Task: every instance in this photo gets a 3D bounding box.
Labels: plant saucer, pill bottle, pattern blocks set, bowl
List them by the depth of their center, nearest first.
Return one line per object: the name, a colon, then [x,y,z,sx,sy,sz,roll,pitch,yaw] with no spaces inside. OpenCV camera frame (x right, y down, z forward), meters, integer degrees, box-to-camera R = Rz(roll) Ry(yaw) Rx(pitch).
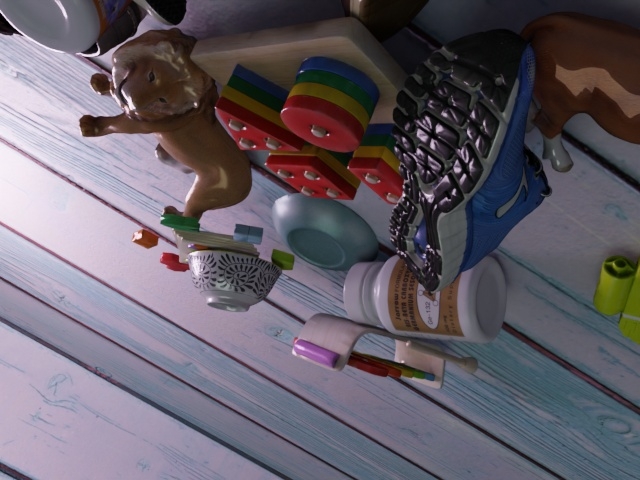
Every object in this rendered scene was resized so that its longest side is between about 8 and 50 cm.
pill bottle: [-0.227,-0.301,0.698,0.121,0.216,0.121,19,148,12]
pill bottle: [0.156,0.085,1.061,0.229,0.131,0.131,0,140,37]
plant saucer: [0.000,0.000,1.142,0.195,0.037,0.195,18,148,12]
bowl: [-0.157,0.079,1.202,0.170,0.080,0.170,8,163,2]
pattern blocks set: [-0.188,0.022,1.218,0.286,0.026,0.325,6,163,5]

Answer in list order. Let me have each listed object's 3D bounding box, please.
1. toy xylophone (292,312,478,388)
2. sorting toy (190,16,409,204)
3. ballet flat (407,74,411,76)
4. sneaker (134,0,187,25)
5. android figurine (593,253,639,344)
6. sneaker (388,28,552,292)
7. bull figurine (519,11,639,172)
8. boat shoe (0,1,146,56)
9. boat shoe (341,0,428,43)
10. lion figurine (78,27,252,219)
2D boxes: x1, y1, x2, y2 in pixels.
toy xylophone: [0.116,0.199,1.187,0.323,0.081,0.236,19,175,-37]
sorting toy: [0.001,-0.131,0.803,0.257,0.089,0.255,9,161,44]
ballet flat: [0.121,-0.161,0.804,0.168,0.052,0.057,9,144,26]
sneaker: [-0.231,-0.327,0.830,0.161,0.057,0.075,44,163,-30]
android figurine: [0.490,0.086,0.895,0.248,0.056,0.272,14,144,19]
sneaker: [0.162,-0.084,0.713,0.129,0.147,0.330,53,159,28]
bull figurine: [0.332,-0.124,0.657,0.311,0.101,0.188,25,155,12]
boat shoe: [-0.393,-0.316,0.910,0.335,0.095,0.112,15,148,19]
boat shoe: [0.051,-0.318,0.596,0.123,0.123,0.342,50,166,20]
lion figurine: [-0.191,-0.149,1.003,0.240,0.142,0.392,-2,153,26]
